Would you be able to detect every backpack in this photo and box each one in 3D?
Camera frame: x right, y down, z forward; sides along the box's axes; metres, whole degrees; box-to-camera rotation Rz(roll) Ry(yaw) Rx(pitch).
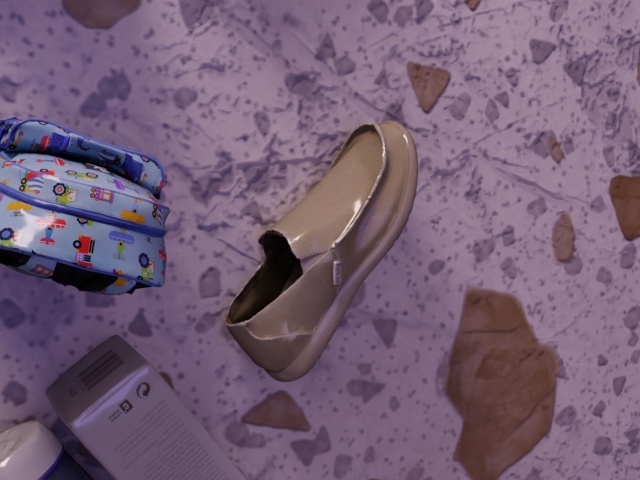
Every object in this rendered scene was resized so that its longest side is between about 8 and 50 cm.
[{"bbox_3d":[-0.188,-0.023,0.662,0.158,0.173,0.117,18,89,-27],"label":"backpack"}]

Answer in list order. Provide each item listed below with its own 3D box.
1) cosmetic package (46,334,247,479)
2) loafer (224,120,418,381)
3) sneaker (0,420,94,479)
[{"bbox_3d":[-0.128,0.199,0.757,0.085,0.117,0.231,-39,111,-16],"label":"cosmetic package"},{"bbox_3d":[0.000,0.000,0.801,0.092,0.102,0.268,30,84,-33],"label":"loafer"},{"bbox_3d":[-0.287,0.324,0.684,0.323,0.130,0.236,-37,108,-24],"label":"sneaker"}]
